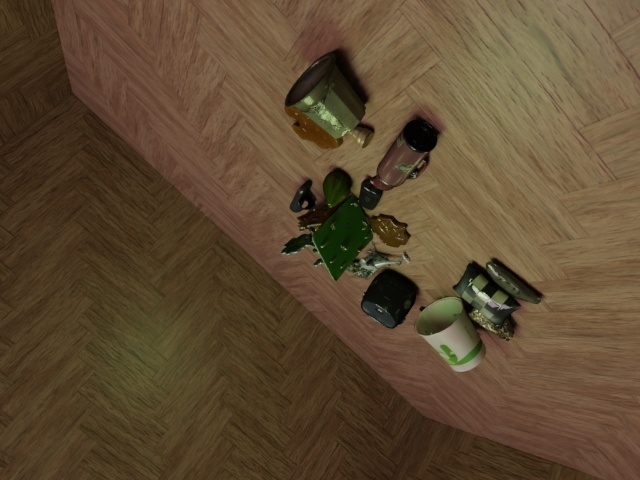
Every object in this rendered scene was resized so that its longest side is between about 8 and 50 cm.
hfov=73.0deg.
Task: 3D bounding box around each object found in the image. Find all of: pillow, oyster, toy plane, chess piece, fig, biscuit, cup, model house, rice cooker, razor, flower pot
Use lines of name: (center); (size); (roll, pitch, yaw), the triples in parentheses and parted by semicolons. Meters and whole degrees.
pillow: (0.702, 0.161, 1.609); (0.241, 0.051, 0.093); (37, 166, 2)
oyster: (0.740, 0.350, 1.861); (0.198, 0.092, 0.260); (33, 160, 25)
toy plane: (0.296, 0.109, 2.063); (0.272, 0.107, 0.182); (15, 153, 36)
chess piece: (0.118, -0.376, 1.488); (0.122, 0.066, 0.066); (39, 158, 16)
fig: (0.054, -0.203, 1.780); (0.123, 0.156, 0.123); (27, 156, 13)
biscuit: (-0.021, -0.419, 1.595); (0.295, 0.044, 0.186); (36, 164, 37)
cup: (0.602, 0.433, 1.974); (0.274, 0.253, 0.253); (52, 155, -14)
model house: (0.000, 0.000, 1.891); (0.312, 0.358, 0.243); (-7, 122, 45)
oyster: (0.188, 0.155, 2.331); (0.199, 0.087, 0.252); (27, 163, 5)
rice cooker: (0.344, 0.295, 2.179); (0.267, 0.225, 0.267); (30, 155, 16)
razor: (0.198, -0.182, 1.728); (0.090, 0.054, 0.148); (34, 158, 12)
biscuit: (0.300, -0.040, 1.863); (0.182, 0.034, 0.215); (44, 157, -12)
flower pot: (0.026, -0.431, 1.354); (0.202, 0.213, 0.212); (42, 158, -28)
pillow: (0.649, 0.218, 1.700); (0.250, 0.106, 0.186); (44, 150, 22)

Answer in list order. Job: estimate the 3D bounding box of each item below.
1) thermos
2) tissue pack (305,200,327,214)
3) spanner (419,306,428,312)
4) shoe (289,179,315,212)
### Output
thermos: (0.272, -0.261, 1.428); (0.110, 0.136, 0.330); (64, 161, 12)
tissue pack: (0.057, -0.064, 2.125); (0.263, 0.089, 0.177); (47, 153, -14)
spanner: (0.636, 0.412, 2.172); (0.324, 0.040, 0.096); (26, 161, 39)
shoe: (-0.074, -0.188, 2.066); (0.093, 0.108, 0.241); (41, 154, 5)
